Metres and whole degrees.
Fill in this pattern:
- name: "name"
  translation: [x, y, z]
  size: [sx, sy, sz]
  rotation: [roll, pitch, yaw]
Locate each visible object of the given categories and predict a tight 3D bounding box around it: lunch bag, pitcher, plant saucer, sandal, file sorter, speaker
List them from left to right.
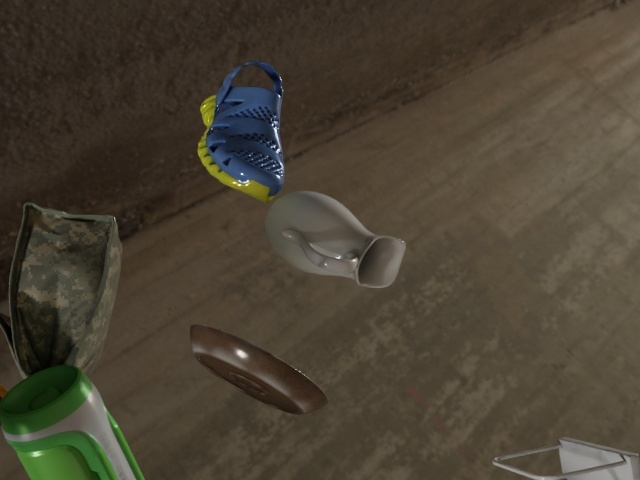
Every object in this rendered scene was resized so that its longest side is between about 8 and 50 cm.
- name: "lunch bag"
  translation: [-0.424, 0.109, 1.189]
  size: [0.235, 0.169, 0.286]
  rotation: [140, -43, -74]
- name: "speaker"
  translation: [-0.317, 0.319, 0.986]
  size: [0.131, 0.131, 0.296]
  rotation: [-34, 118, -35]
- name: "sandal"
  translation: [-0.110, -0.180, 1.123]
  size: [0.126, 0.317, 0.138]
  rotation: [25, 118, -32]
- name: "plant saucer"
  translation: [-0.132, 0.264, 1.434]
  size: [0.050, 0.311, 0.310]
  rotation: [-62, 172, -21]
- name: "pitcher"
  translation: [0.000, 0.000, 1.117]
  size: [0.178, 0.207, 0.125]
  rotation: [2, 111, -56]
- name: "file sorter"
  translation: [0.413, 0.493, 1.206]
  size: [0.173, 0.277, 0.193]
  rotation: [-7, 176, -17]

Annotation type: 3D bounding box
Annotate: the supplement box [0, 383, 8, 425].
- name: "supplement box"
  translation: [-0.820, 0.367, 1.605]
  size: [0.194, 0.191, 0.129]
  rotation: [-46, 168, -34]
